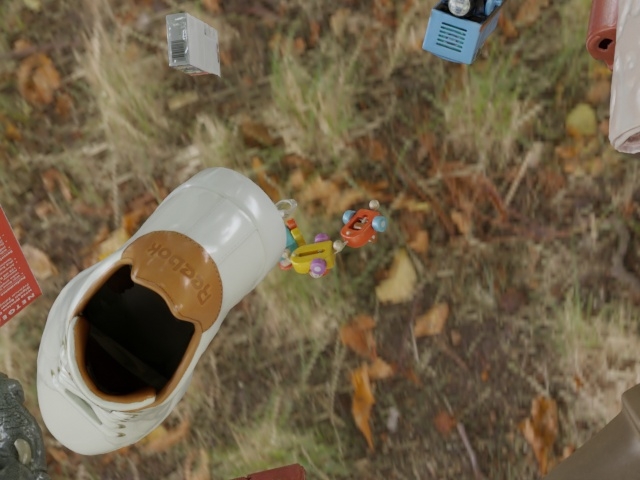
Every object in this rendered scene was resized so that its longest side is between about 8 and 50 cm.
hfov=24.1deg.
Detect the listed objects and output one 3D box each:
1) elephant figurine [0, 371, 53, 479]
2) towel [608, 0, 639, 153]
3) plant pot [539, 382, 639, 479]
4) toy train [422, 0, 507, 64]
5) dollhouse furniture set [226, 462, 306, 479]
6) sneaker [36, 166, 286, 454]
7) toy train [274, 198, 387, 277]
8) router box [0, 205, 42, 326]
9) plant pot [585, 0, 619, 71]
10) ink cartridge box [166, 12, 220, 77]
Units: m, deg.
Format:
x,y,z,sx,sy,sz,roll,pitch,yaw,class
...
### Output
x,y,z,sx,sy,sz,roll,pitch,yaw,class
-0.274,0.263,1.327,0.239,0.186,0.169,34,115,12,elephant figurine
0.346,-0.264,1.280,0.053,0.317,0.332,12,78,-16,towel
0.304,0.292,1.483,0.229,0.263,0.263,-28,61,7,plant pot
0.181,-0.283,1.805,0.080,0.105,0.184,21,28,10,toy train
-0.070,0.428,1.817,0.152,0.374,0.201,-14,99,2,dollhouse furniture set
-0.133,0.069,0.927,0.106,0.290,0.123,40,47,2,sneaker
0.000,0.000,1.844,0.166,0.046,0.125,8,47,37,toy train
-0.387,-0.103,1.224,0.082,0.301,0.335,-40,65,-17,router box
0.427,-0.320,1.696,0.272,0.272,0.265,12,80,15,plant pot
-0.152,-0.232,1.810,0.029,0.115,0.063,-5,86,14,ink cartridge box
